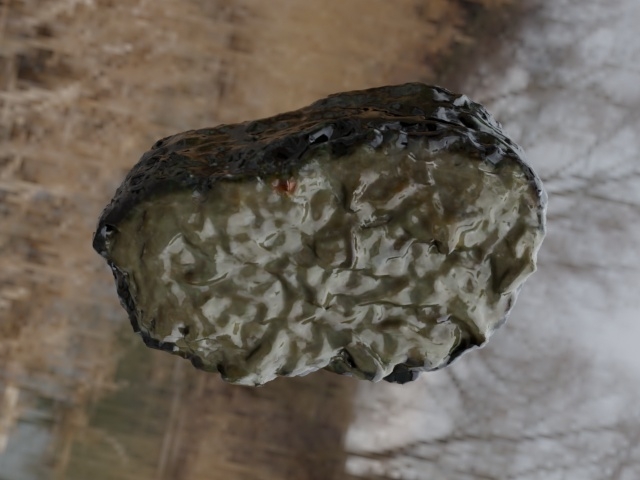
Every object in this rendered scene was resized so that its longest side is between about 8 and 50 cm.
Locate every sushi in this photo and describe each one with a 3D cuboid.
[{"bbox_3d":[0.000,0.000,1.327,0.171,0.350,0.211,-86,172,-62],"label":"sushi"}]
